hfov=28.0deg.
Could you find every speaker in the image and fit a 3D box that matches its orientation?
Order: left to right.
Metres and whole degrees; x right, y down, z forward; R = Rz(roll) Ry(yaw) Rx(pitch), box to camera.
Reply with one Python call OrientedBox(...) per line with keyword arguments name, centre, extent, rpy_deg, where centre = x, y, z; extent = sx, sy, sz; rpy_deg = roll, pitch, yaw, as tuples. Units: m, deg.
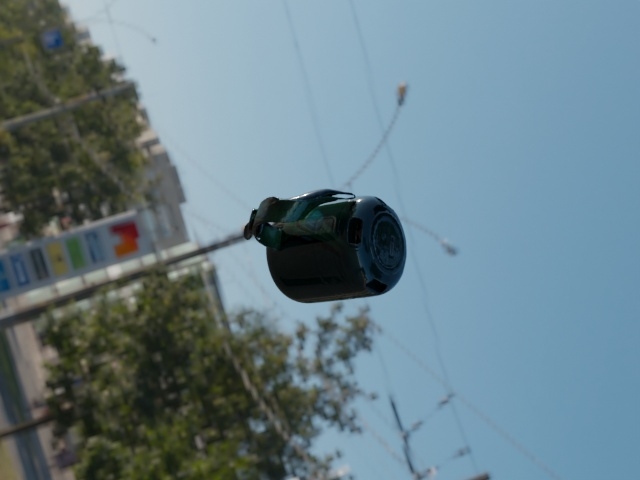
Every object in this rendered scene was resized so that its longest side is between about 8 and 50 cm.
OrientedBox(name="speaker", centre=(0.000, -0.005, 0.753), extent=(0.094, 0.075, 0.060), rpy_deg=(52, 44, -35))
